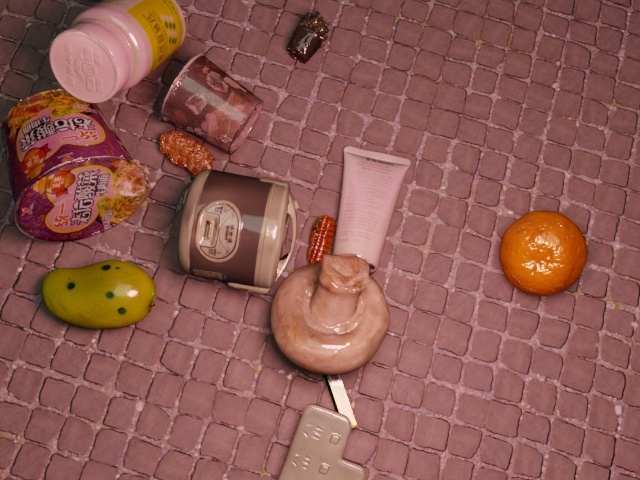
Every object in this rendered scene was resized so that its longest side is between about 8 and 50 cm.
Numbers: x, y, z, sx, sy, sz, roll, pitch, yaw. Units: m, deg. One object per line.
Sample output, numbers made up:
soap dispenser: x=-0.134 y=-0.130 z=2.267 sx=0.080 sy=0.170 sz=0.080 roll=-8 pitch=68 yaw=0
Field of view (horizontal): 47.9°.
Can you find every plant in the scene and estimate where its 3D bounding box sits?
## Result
plant: x=-0.035 y=-0.578 z=2.041 sx=0.092 sy=0.094 sz=0.143 roll=27 pitch=78 yaw=16

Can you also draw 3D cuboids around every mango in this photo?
mango: x=-0.550 y=0.132 z=1.780 sx=0.293 sy=0.143 sz=0.175 roll=2 pitch=72 yaw=7

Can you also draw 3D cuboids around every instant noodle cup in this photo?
instant noodle cup: x=-0.281 y=-0.350 z=1.905 sx=0.207 sy=0.217 sz=0.217 roll=32 pitch=74 yaw=-1
instant noodle cup: x=-0.625 y=-0.195 z=1.796 sx=0.340 sy=0.340 sz=0.265 roll=-24 pitch=66 yaw=-10

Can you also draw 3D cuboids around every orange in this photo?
orange: x=0.567 y=0.031 z=1.844 sx=0.219 sy=0.193 sz=0.219 roll=3 pitch=117 yaw=5

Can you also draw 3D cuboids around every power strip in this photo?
power strip: x=0.010 y=0.539 z=1.710 sx=0.194 sy=0.059 sz=0.264 roll=20 pitch=84 yaw=4

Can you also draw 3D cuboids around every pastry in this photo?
pastry: x=-0.352 y=-0.234 z=1.936 sx=0.169 sy=0.063 sz=0.087 roll=38 pitch=106 yaw=5

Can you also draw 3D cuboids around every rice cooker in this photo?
rice cooker: x=-0.198 y=-0.023 z=1.776 sx=0.277 sy=0.288 sz=0.288 roll=12 pitch=73 yaw=-1

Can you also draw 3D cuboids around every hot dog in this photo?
hot dog: x=0.000 y=0.000 z=1.901 sx=0.062 sy=0.038 sz=0.144 roll=17 pitch=74 yaw=1

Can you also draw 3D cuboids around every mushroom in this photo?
mushroom: x=0.021 y=0.162 z=1.716 sx=0.298 sy=0.290 sz=0.297 roll=1 pitch=52 yaw=-2

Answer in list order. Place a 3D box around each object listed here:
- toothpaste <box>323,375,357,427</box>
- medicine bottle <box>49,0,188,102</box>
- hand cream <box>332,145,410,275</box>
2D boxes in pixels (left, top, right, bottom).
toothpaste: x=0.045 y=0.382 z=1.789 sx=0.037 sy=0.043 sz=0.178 roll=-17 pitch=75 yaw=-9
medicine bottle: x=-0.510 y=-0.511 z=1.846 sx=0.214 sy=0.213 sz=0.378 roll=22 pitch=38 yaw=3
hand cream: x=0.119 y=-0.081 z=1.906 sx=0.186 sy=0.118 sz=0.358 roll=12 pitch=66 yaw=4
